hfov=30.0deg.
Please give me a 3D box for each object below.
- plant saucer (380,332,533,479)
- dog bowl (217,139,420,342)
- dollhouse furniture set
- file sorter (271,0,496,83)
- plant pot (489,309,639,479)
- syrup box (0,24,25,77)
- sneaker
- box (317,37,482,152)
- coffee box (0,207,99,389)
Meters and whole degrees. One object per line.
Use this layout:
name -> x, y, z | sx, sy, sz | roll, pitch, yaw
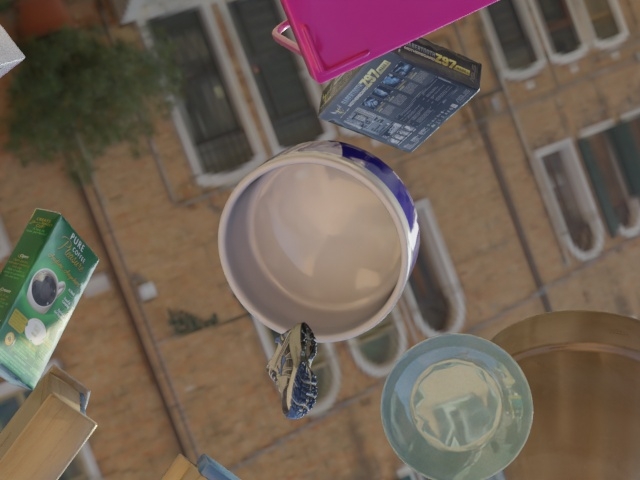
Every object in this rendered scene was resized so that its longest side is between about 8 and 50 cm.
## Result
plant saucer -> 0.175, 0.214, 1.543 | 0.195, 0.195, 0.037 | -20, 179, 7
dog bowl -> 0.000, 0.000, 1.636 | 0.265, 0.264, 0.104 | -19, -168, 21
dollhouse furniture set -> -0.188, 0.303, 1.072 | 0.286, 0.303, 0.198 | -53, -170, -6
file sorter -> 0.011, -0.309, 0.931 | 0.202, 0.290, 0.182 | -26, -156, -8
plant pot -> 0.405, 0.309, 1.847 | 0.323, 0.323, 0.280 | -19, -136, 31
syrup box -> -0.395, -0.179, 1.185 | 0.096, 0.093, 0.237 | -35, -172, 14
sneaker -> -0.039, 0.170, 1.513 | 0.058, 0.052, 0.135 | -19, -137, 26
box -> 0.126, -0.244, 1.952 | 0.183, 0.059, 0.233 | 19, 150, -18
coffee box -> -0.331, 0.068, 1.384 | 0.040, 0.184, 0.113 | 12, 155, 24
